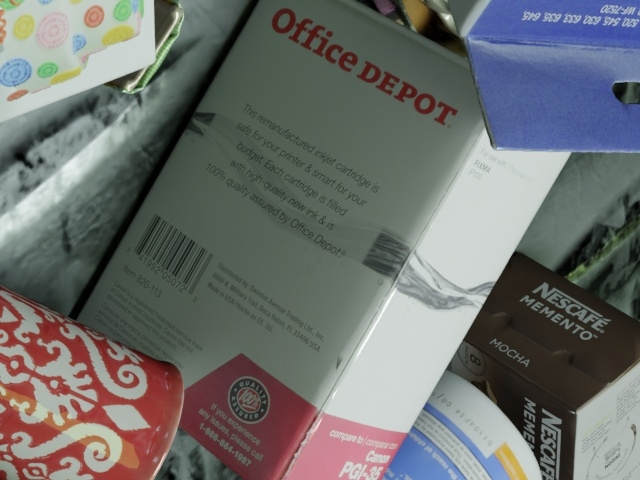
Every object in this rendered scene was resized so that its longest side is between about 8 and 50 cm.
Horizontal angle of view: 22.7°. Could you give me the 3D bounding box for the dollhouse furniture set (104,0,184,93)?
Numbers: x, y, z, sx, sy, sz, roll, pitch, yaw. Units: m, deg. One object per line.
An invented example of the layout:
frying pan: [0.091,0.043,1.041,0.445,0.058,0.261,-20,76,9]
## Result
dollhouse furniture set: [-0.081,-0.148,0.927,0.151,0.076,0.058,-57,143,0]

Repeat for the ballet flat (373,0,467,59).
ballet flat: [0.082,-0.166,1.095,0.077,0.079,0.221,-54,144,-5]

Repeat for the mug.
mug: [-0.191,0.093,0.930,0.169,0.113,0.150,33,131,-26]

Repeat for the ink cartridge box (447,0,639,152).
ink cartridge box: [0.192,-0.205,0.991,0.304,0.307,0.072,-2,156,-36]

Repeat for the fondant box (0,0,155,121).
fondant box: [-0.234,-0.153,0.736,0.330,0.096,0.238,-25,134,-34]

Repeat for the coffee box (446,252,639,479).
coffee box: [0.198,0.182,1.413,0.119,0.168,0.297,-33,138,-29]

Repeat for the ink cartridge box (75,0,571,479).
ink cartridge box: [0.000,0.000,1.018,0.117,0.207,0.283,24,98,-54]

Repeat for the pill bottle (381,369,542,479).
pill bottle: [0.038,0.241,1.289,0.272,0.152,0.152,-39,140,-22]
